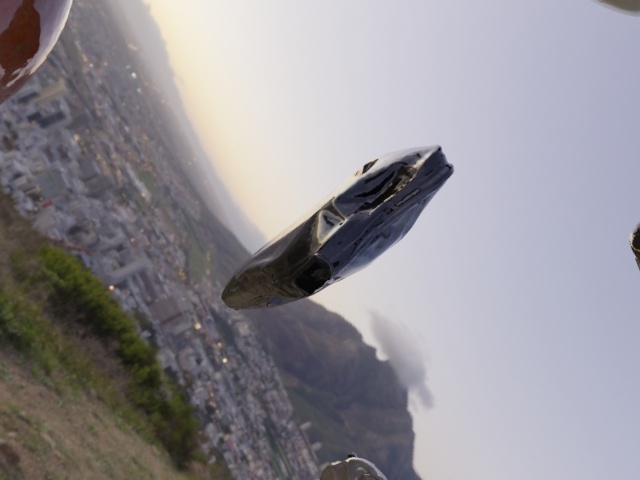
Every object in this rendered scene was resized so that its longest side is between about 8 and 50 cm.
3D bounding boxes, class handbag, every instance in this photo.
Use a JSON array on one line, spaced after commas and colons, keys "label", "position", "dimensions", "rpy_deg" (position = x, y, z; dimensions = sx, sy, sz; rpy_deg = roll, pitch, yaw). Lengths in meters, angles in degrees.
[{"label": "handbag", "position": [0.001, -0.001, 0.658], "dimensions": [0.075, 0.191, 0.332], "rpy_deg": [54, -19, -6]}]

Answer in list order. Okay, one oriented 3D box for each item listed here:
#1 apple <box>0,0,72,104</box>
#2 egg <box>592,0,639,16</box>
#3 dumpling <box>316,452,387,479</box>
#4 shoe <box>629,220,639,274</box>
[{"label": "apple", "position": [-0.265, -0.194, 0.379], "dimensions": [0.254, 0.253, 0.253], "rpy_deg": [63, -6, 11]}, {"label": "egg", "position": [0.425, -0.386, 0.828], "dimensions": [0.174, 0.286, 0.264], "rpy_deg": [57, -30, -11]}, {"label": "dumpling", "position": [0.065, 0.356, 0.647], "dimensions": [0.204, 0.163, 0.293], "rpy_deg": [-142, -145, -70]}, {"label": "shoe", "position": [0.517, -0.025, 0.933], "dimensions": [0.103, 0.274, 0.098], "rpy_deg": [25, -37, 42]}]
